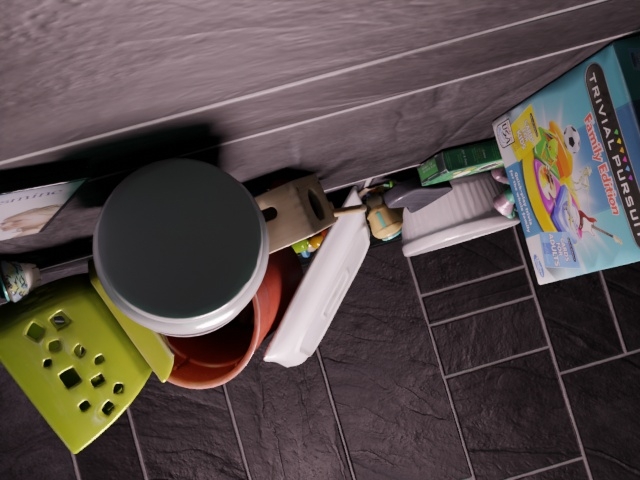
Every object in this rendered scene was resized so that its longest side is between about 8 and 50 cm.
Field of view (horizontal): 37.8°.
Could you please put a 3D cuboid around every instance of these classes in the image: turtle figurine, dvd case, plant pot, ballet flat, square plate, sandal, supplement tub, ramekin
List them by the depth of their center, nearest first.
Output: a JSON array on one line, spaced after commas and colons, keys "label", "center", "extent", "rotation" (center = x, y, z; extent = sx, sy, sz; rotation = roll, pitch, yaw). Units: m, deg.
[{"label": "dvd case", "center": [-0.356, -0.027, 0.979], "extent": [0.180, 0.022, 0.253], "rotation": [-13, 174, -29]}, {"label": "supplement tub", "center": [-0.159, 0.014, 1.078], "extent": [0.191, 0.191, 0.272], "rotation": [-15, 175, -9]}, {"label": "ballet flat", "center": [-0.447, 0.056, 1.386], "extent": [0.070, 0.070, 0.188], "rotation": [-14, -176, -21]}, {"label": "plant pot", "center": [-0.364, 0.159, 1.460], "extent": [0.207, 0.227, 0.228], "rotation": [-34, -165, -7]}, {"label": "turtle figurine", "center": [0.406, -0.140, 1.664], "extent": [0.234, 0.118, 0.175], "rotation": [-33, -155, 45]}, {"label": "plant pot", "center": [-0.170, 0.093, 1.669], "extent": [0.272, 0.272, 0.265], "rotation": [-18, -178, 26]}, {"label": "sandal", "center": [0.182, -0.100, 1.740], "extent": [0.097, 0.054, 0.254], "rotation": [-30, 169, 16]}, {"label": "square plate", "center": [0.012, 0.090, 1.785], "extent": [0.049, 0.347, 0.344], "rotation": [27, 174, 10]}, {"label": "ballet flat", "center": [0.122, -0.062, 1.800], "extent": [0.080, 0.073, 0.232], "rotation": [-30, -170, 6]}, {"label": "ramekin", "center": [0.296, -0.061, 2.068], "extent": [0.273, 0.127, 0.273], "rotation": [-16, 174, -2]}]

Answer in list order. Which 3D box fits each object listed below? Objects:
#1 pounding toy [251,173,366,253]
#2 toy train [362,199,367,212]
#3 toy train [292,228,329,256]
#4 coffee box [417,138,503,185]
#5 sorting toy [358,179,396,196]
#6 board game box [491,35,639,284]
[{"label": "pounding toy", "center": [-0.030, -0.053, 1.386], "extent": [0.181, 0.094, 0.206], "rotation": [-23, -178, 18]}, {"label": "toy train", "center": [0.125, -0.076, 1.949], "extent": [0.036, 0.027, 0.158], "rotation": [-7, -178, 42]}, {"label": "toy train", "center": [0.000, 0.000, 2.043], "extent": [0.143, 0.105, 0.248], "rotation": [-4, 178, 15]}, {"label": "coffee box", "center": [0.269, -0.140, 1.596], "extent": [0.184, 0.040, 0.113], "rotation": [-14, 176, -18]}, {"label": "sorting toy", "center": [0.109, -0.097, 1.732], "extent": [0.062, 0.012, 0.083], "rotation": [-14, 175, -17]}, {"label": "board game box", "center": [0.360, -0.090, 1.225], "extent": [0.079, 0.253, 0.336], "rotation": [-14, 174, -16]}]
